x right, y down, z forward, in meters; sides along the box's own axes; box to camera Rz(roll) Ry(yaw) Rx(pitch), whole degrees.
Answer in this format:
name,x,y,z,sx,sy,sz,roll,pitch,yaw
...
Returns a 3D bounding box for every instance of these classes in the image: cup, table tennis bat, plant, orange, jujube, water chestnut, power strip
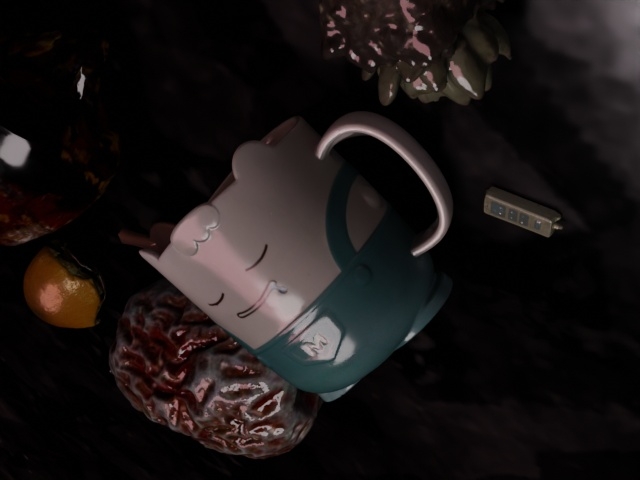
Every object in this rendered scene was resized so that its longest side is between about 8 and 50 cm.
name,x,y,z,sx,sy,sz,roll,pitch,yaw
cup,0.000,0.000,1.067,0.257,0.219,0.289,43,116,-8
table tennis bat,-0.240,0.043,1.423,0.169,0.119,0.108,13,139,32
plant,0.070,-0.192,0.811,0.129,0.132,0.195,12,135,39
orange,-0.418,0.081,1.667,0.160,0.112,0.170,6,124,42
jujube,-0.135,0.163,1.372,0.317,0.226,0.226,8,137,35
water chestnut,-0.368,-0.134,1.211,0.244,0.289,0.289,-14,121,43
power strip,0.194,-0.027,0.996,0.083,0.017,0.027,24,147,25
